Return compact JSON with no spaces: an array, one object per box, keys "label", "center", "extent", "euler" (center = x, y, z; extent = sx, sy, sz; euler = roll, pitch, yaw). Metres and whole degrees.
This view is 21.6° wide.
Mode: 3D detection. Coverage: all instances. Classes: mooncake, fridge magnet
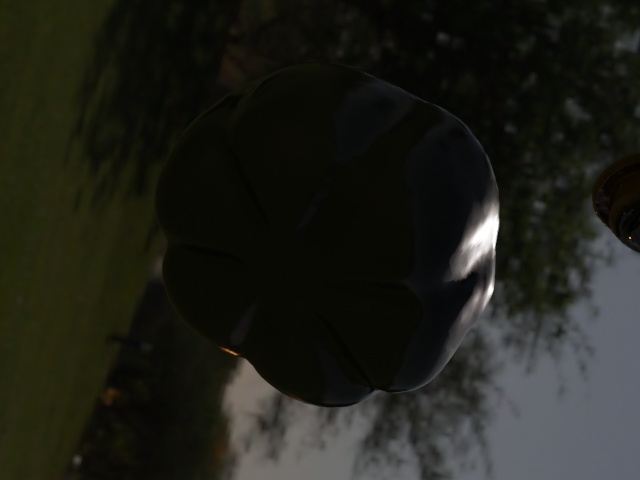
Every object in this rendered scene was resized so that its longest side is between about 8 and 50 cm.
[{"label":"mooncake","center":[0.000,0.000,1.255],"extent":[0.135,0.275,0.275],"euler":[-43,157,-49]},{"label":"fridge magnet","center":[0.320,-0.031,1.539],"extent":[0.143,0.143,0.063],"euler":[111,-6,-58]}]
